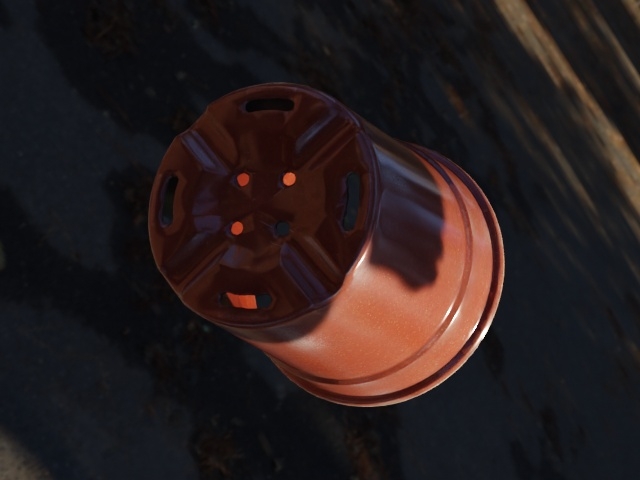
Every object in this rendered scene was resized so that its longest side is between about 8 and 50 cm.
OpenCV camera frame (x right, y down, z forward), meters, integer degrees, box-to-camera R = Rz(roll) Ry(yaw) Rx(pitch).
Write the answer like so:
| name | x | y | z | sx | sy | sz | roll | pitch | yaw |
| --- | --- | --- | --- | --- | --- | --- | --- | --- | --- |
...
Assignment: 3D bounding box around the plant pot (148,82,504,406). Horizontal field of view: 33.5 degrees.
| name | x | y | z | sx | sy | sz | roll | pitch | yaw |
| --- | --- | --- | --- | --- | --- | --- | --- | --- | --- |
| plant pot | 0.000 | 0.000 | 0.941 | 0.265 | 0.272 | 0.272 | 31 | 33 | -64 |
